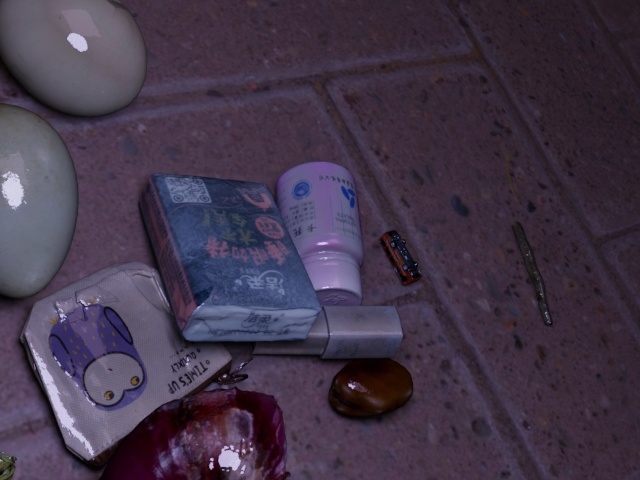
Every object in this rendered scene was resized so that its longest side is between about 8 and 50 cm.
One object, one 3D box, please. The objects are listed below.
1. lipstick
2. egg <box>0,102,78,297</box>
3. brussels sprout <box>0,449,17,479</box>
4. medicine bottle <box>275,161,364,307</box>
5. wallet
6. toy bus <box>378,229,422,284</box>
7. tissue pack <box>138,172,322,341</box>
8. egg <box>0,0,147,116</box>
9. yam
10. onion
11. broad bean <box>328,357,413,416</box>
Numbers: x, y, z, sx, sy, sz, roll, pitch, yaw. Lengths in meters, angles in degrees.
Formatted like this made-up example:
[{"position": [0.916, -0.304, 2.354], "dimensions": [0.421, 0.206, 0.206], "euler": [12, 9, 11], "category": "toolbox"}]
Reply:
[{"position": [0.007, 0.156, 1.744], "dimensions": [0.253, 0.079, 0.077], "euler": [0, 49, -17], "category": "lipstick"}, {"position": [-0.465, -0.058, 1.515], "dimensions": [0.218, 0.218, 0.295], "euler": [-7, 80, -35], "category": "egg"}, {"position": [-0.454, 0.305, 1.405], "dimensions": [0.085, 0.058, 0.085], "euler": [29, 17, -10], "category": "brussels sprout"}, {"position": [0.000, 0.000, 1.814], "dimensions": [0.152, 0.152, 0.254], "euler": [12, 55, -26], "category": "medicine bottle"}, {"position": [-0.291, 0.170, 1.578], "dimensions": [0.335, 0.068, 0.275], "euler": [-31, 81, -43], "category": "wallet"}, {"position": [0.151, 0.033, 1.962], "dimensions": [0.031, 0.043, 0.110], "euler": [-12, 67, -41], "category": "toy bus"}, {"position": [-0.152, 0.022, 1.685], "dimensions": [0.228, 0.103, 0.315], "euler": [3, 42, -29], "category": "tissue pack"}, {"position": [-0.412, -0.326, 1.710], "dimensions": [0.269, 0.219, 0.219], "euler": [46, 46, -23], "category": "egg"}, {"position": [0.443, 0.068, 2.140], "dimensions": [0.027, 0.029, 0.234], "euler": [-11, 67, -7], "category": "yam"}, {"position": [-0.179, 0.364, 1.399], "dimensions": [0.260, 0.282, 0.336], "euler": [3, 95, -5], "category": "onion"}, {"position": [0.090, 0.249, 1.763], "dimensions": [0.165, 0.084, 0.114], "euler": [-20, 66, -45], "category": "broad bean"}]
